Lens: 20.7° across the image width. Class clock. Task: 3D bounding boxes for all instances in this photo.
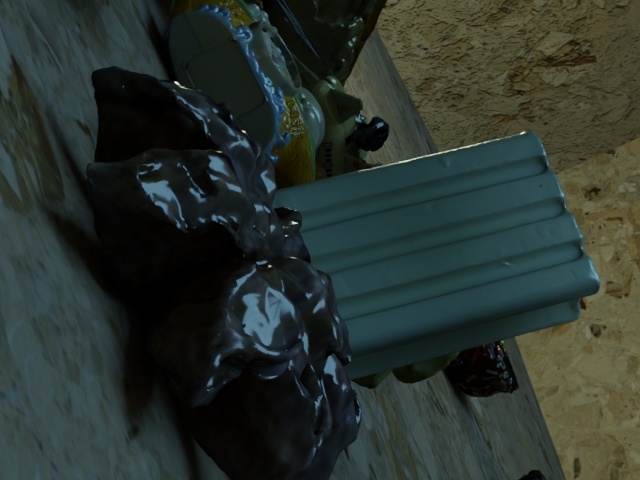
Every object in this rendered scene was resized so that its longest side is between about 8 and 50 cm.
[{"bbox_3d":[-0.067,-0.139,1.597,0.231,0.103,0.144,64,17,-2],"label":"clock"}]

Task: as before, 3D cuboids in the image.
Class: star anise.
[{"bbox_3d":[-0.056,0.029,1.142,0.332,0.117,0.331,-19,90,-80],"label":"star anise"}]

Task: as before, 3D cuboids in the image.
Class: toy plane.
[{"bbox_3d":[0.017,-0.101,1.948,0.242,0.104,0.256,35,-16,27],"label":"toy plane"}]

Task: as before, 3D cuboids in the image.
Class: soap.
[{"bbox_3d":[0.081,0.017,1.481,0.087,0.265,0.160,109,-36,-61],"label":"soap"}]

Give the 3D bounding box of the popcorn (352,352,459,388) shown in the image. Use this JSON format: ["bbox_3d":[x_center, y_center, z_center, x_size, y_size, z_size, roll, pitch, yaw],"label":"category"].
[{"bbox_3d":[0.062,0.045,1.615,0.187,0.185,0.167,19,17,-39],"label":"popcorn"}]

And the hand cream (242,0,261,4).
[{"bbox_3d":[-0.102,-0.299,2.030,0.257,0.050,0.084,-49,117,-78],"label":"hand cream"}]

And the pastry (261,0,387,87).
[{"bbox_3d":[0.022,-0.320,2.110,0.136,0.329,0.329,26,11,0],"label":"pastry"}]

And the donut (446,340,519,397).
[{"bbox_3d":[0.215,0.133,2.630,0.235,0.089,0.235,-24,90,-83],"label":"donut"}]

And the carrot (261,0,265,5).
[{"bbox_3d":[-0.037,-0.360,2.348,0.159,0.159,0.225,41,38,-71],"label":"carrot"}]

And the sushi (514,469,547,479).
[{"bbox_3d":[0.131,0.296,1.379,0.343,0.182,0.196,42,30,-69],"label":"sushi"}]

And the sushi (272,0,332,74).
[{"bbox_3d":[-0.152,-0.341,1.737,0.343,0.064,0.359,59,8,33],"label":"sushi"}]

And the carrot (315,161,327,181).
[{"bbox_3d":[0.000,0.000,1.844,0.048,0.048,0.216,55,18,-52],"label":"carrot"}]
